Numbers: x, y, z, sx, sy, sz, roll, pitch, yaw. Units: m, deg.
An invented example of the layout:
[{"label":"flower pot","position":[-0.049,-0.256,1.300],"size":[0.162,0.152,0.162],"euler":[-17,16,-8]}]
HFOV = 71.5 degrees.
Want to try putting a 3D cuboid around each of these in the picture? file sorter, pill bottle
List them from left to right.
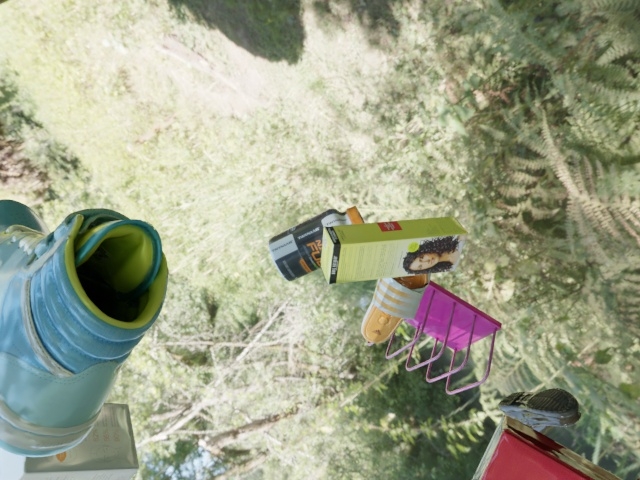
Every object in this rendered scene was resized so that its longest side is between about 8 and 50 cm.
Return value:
[{"label":"pill bottle","position":[0.000,0.000,1.144],"size":[0.130,0.245,0.130],"euler":[62,-172,-16]},{"label":"file sorter","position":[0.303,0.264,1.224],"size":[0.290,0.182,0.202],"euler":[31,142,-4]}]

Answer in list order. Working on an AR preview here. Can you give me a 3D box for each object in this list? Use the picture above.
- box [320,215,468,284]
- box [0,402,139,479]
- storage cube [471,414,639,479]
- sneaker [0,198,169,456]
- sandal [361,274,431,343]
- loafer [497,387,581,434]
[{"label":"box","position":[0.120,0.014,0.738],"size":[0.058,0.232,0.087],"euler":[-111,19,-50]},{"label":"box","position":[-0.400,0.337,0.711],"size":[0.170,0.091,0.130],"euler":[25,-160,-43]},{"label":"storage cube","position":[0.264,0.338,0.506],"size":[0.193,0.215,0.183],"euler":[25,176,26]},{"label":"sneaker","position":[-0.257,0.017,0.451],"size":[0.319,0.208,0.127],"euler":[49,-163,30]},{"label":"sandal","position":[0.154,0.142,0.927],"size":[0.102,0.076,0.265],"euler":[17,124,1]},{"label":"loafer","position":[0.465,0.362,0.927],"size":[0.078,0.080,0.220],"euler":[59,164,10]}]
